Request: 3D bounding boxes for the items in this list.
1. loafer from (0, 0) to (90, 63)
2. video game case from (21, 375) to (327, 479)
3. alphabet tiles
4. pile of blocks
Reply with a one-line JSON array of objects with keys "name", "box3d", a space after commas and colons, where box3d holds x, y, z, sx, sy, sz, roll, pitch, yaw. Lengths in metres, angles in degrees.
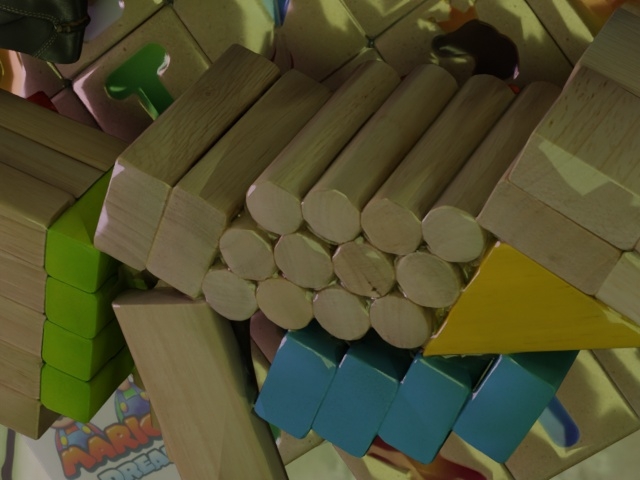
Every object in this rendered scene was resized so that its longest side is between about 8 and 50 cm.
[{"name": "loafer", "box3d": [-0.165, -0.094, 0.743, 0.170, 0.062, 0.061, 3, 114, 23]}, {"name": "video game case", "box3d": [-0.072, 0.039, 0.815, 0.157, 0.019, 0.143, -26, 103, 28]}, {"name": "alphabet tiles", "box3d": [-0.002, -0.058, 0.727, 0.285, 0.011, 0.342, -34, 93, 29]}, {"name": "pile of blocks", "box3d": [0.000, 0.000, 0.687, 0.362, 0.113, 0.149, 2, 122, 30]}]
